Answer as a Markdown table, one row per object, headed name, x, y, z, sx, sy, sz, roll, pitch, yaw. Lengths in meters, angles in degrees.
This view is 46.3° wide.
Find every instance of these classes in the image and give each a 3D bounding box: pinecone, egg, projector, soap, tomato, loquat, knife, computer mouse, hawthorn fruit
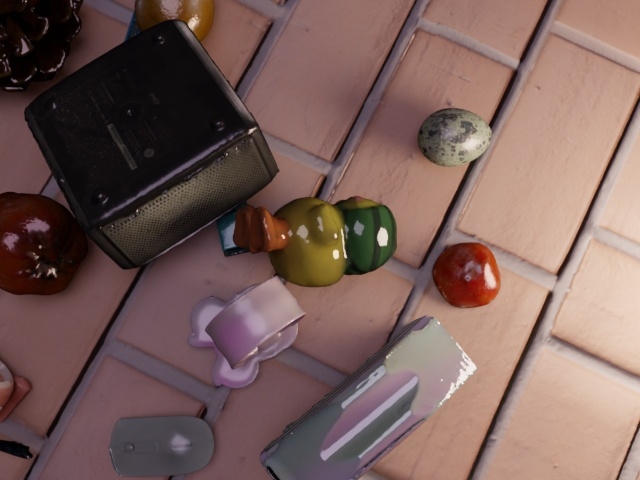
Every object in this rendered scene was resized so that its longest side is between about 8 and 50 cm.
| name | x | y | z | sx | sy | sz | roll | pitch | yaw |
| --- | --- | --- | --- | --- | --- | --- | --- | --- | --- |
| pinecone | -0.719 | -0.519 | 1.636 | 0.398 | 0.397 | 0.397 | 0 | 79 | 0 |
| egg | 0.304 | -0.233 | 1.688 | 0.172 | 0.132 | 0.132 | -7 | 79 | -14 |
| projector | -0.359 | -0.207 | 1.575 | 0.405 | 0.242 | 0.395 | -33 | 63 | -5 |
| soap | 0.094 | 0.344 | 1.508 | 0.446 | 0.261 | 0.156 | -38 | 85 | -8 |
| tomato | 0.328 | 0.074 | 1.659 | 0.156 | 0.069 | 0.155 | 0 | 79 | 1 |
| loquat | -0.333 | -0.545 | 1.725 | 0.179 | 0.179 | 0.227 | 10 | 83 | 2 |
| knife | -0.436 | -0.517 | 1.791 | 0.044 | 0.026 | 0.296 | 16 | 79 | -9 |
| computer mouse | -0.339 | 0.433 | 1.584 | 0.231 | 0.079 | 0.127 | -6 | 77 | 2 |
| hawthorn fruit | -0.633 | -0.011 | 1.608 | 0.224 | 0.224 | 0.261 | -44 | 59 | -8 |

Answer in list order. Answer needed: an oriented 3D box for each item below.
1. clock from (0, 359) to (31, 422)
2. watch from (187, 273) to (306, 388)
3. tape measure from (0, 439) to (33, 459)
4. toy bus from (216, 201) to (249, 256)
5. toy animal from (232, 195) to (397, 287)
| name | x | y | z | sx | sy | sz | roll | pitch | yaw |
| --- | --- | --- | --- | --- | --- | --- | --- | --- | --- |
| clock | -0.751 | 0.288 | 1.525 | 0.227 | 0.241 | 0.142 | 38 | 84 | 6 |
| watch | -0.161 | 0.176 | 1.560 | 0.248 | 0.217 | 0.210 | -34 | 81 | -7 |
| tape measure | -0.774 | 0.480 | 1.549 | 0.352 | 0.098 | 0.215 | 15 | 78 | 11 |
| toy bus | -0.197 | -0.053 | 1.668 | 0.079 | 0.092 | 0.160 | -12 | 79 | -4 |
| toy animal | 0.001 | 0.003 | 1.587 | 0.339 | 0.216 | 0.191 | -2 | 91 | -24 |
